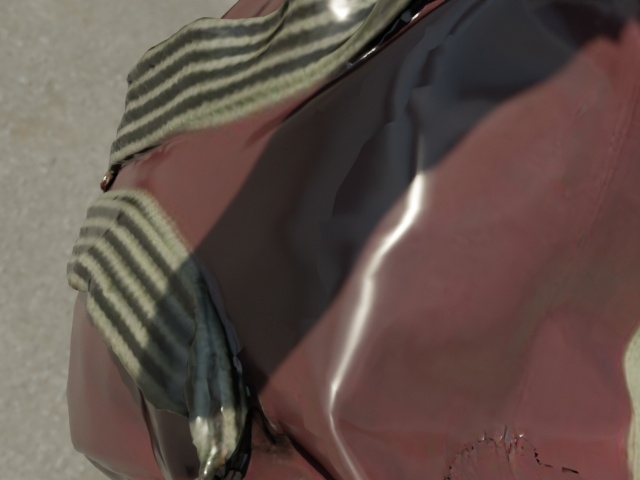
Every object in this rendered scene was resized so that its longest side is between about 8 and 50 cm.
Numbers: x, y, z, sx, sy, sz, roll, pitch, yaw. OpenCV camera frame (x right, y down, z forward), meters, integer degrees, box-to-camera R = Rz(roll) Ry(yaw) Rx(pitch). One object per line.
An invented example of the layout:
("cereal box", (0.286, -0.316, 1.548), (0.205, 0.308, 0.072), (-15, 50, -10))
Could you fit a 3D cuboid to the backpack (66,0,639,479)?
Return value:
("backpack", (0.000, 0.000, 0.564), (0.197, 0.283, 0.317), (23, -9, -31))
